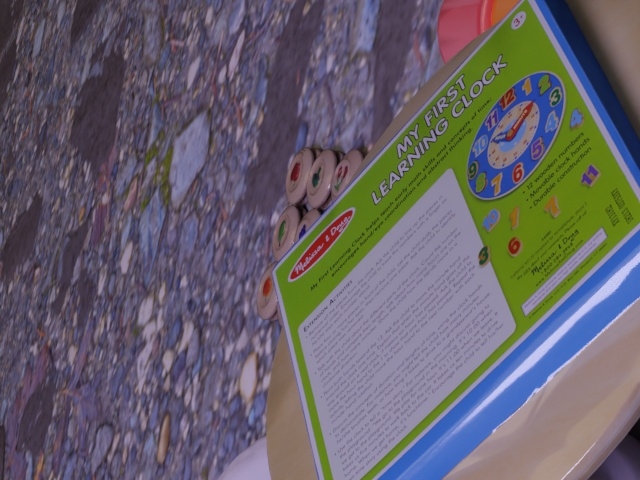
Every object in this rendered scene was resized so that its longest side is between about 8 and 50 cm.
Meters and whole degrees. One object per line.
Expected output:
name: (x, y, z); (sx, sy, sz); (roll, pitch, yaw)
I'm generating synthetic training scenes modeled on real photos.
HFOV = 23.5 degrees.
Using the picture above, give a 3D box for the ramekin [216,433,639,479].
ramekin: (0.023, 0.186, 0.570); (0.273, 0.127, 0.272); (-47, 35, 48)

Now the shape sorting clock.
shape sorting clock: (0.051, 0.010, 0.489); (0.206, 0.040, 0.206); (-37, 39, 37)

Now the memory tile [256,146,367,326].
memory tile: (0.000, 0.000, 0.898); (0.148, 0.012, 0.113); (10, 86, 67)

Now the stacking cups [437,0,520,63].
stacking cups: (0.136, -0.078, 0.550); (0.316, 0.096, 0.096); (-170, 95, -73)
